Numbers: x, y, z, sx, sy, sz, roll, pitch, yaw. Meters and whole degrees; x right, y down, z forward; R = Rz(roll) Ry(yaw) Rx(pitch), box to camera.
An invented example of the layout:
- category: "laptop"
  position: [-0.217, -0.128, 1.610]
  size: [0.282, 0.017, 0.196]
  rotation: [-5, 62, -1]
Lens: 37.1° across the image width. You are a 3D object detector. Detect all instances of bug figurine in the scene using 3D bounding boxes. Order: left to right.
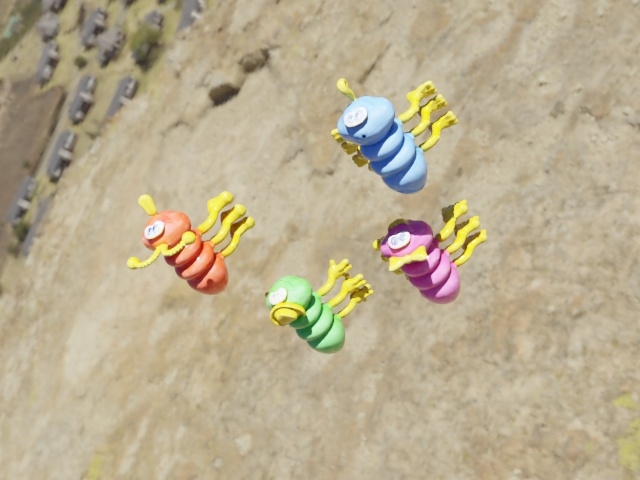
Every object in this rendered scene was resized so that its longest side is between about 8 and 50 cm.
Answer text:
- category: "bug figurine"
  position: [0.000, 0.000, 0.740]
  size: [0.279, 0.216, 0.072]
  rotation: [-27, 36, 27]
